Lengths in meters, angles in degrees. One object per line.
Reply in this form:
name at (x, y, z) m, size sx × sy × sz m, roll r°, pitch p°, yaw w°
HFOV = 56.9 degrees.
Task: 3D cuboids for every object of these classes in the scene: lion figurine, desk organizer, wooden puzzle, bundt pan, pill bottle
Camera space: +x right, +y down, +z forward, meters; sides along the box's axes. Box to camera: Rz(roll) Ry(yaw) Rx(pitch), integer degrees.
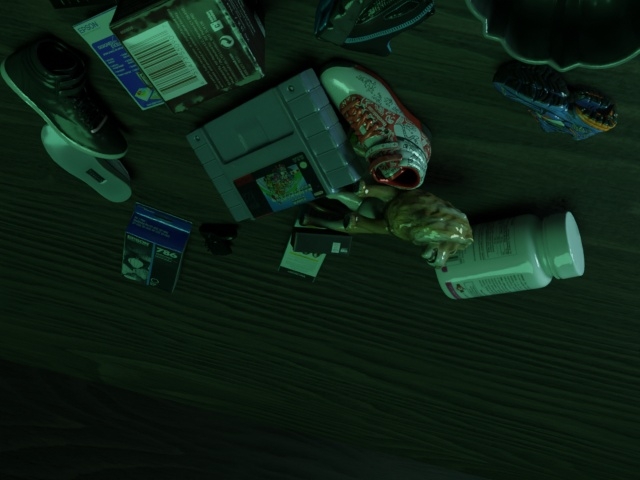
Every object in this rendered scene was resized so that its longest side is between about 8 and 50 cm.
lion figurine at (0.126, -0.055, 1.255) m, size 0.240 × 0.142 × 0.392 m, roll 10°, pitch -173°, yaw -26°
desk organizer at (0.000, 0.000, 1.338) m, size 0.130 × 0.050 × 0.047 m, roll 4°, pitch 108°, yaw -16°
wooden puzzle at (0.081, -0.199, 1.207) m, size 0.116 × 0.014 × 0.078 m, roll 16°, pitch 145°, yaw -2°
bundt pan at (0.350, -0.390, 0.759) m, size 0.330 × 0.124 × 0.331 m, roll 9°, pitch 143°, yaw 7°
pill bottle at (0.404, 0.032, 1.277) m, size 0.283 × 0.160 × 0.160 m, roll -12°, pitch 136°, yaw 33°

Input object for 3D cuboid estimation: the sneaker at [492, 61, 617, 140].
sneaker at (0.388, -0.227, 1.007) m, size 0.221 × 0.083 × 0.087 m, roll 24°, pitch 151°, yaw -7°

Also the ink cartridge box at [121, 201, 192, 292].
ink cartridge box at (-0.470, 0.031, 1.675) m, size 0.165 × 0.065 × 0.333 m, roll 21°, pitch 143°, yaw -7°

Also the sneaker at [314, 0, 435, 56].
sneaker at (0.126, -0.400, 0.855) m, size 0.139 × 0.125 × 0.341 m, roll 15°, pitch 154°, yaw -26°

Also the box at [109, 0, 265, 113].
box at (-0.195, -0.342, 0.921) m, size 0.167 × 0.203 × 0.168 m, roll -18°, pitch 135°, yaw 15°

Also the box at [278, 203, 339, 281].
box at (-0.031, 0.009, 1.487) m, size 0.100 × 0.060 × 0.244 m, roll 18°, pitch 144°, yaw -4°

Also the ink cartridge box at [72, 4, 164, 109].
ink cartridge box at (-0.317, -0.357, 1.109) m, size 0.206 × 0.045 × 0.208 m, roll -8°, pitch 139°, yaw 28°

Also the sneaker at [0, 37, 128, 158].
sneaker at (-0.501, -0.287, 1.216) m, size 0.147 × 0.105 × 0.296 m, roll -17°, pitch 130°, yaw 43°

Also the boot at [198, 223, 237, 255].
boot at (-0.262, 0.003, 1.576) m, size 0.121 × 0.045 × 0.099 m, roll 7°, pitch 142°, yaw 23°

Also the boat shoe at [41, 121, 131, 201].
boat shoe at (-0.541, -0.194, 1.375) m, size 0.095 × 0.084 × 0.258 m, roll -24°, pitch 136°, yaw 9°

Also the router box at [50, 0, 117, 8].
router box at (-0.427, -0.480, 0.982) m, size 0.133 × 0.046 × 0.179 m, roll 2°, pitch 143°, yaw 16°

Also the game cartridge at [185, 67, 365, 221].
game cartridge at (-0.101, -0.170, 1.178) m, size 0.355 × 0.068 × 0.230 m, roll -15°, pitch 107°, yaw 42°

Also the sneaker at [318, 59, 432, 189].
sneaker at (0.099, -0.204, 1.081) m, size 0.270 × 0.145 × 0.090 m, roll 34°, pitch 140°, yaw -25°
